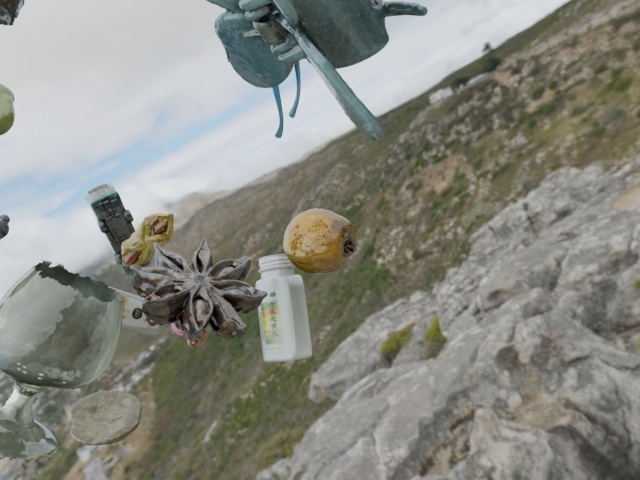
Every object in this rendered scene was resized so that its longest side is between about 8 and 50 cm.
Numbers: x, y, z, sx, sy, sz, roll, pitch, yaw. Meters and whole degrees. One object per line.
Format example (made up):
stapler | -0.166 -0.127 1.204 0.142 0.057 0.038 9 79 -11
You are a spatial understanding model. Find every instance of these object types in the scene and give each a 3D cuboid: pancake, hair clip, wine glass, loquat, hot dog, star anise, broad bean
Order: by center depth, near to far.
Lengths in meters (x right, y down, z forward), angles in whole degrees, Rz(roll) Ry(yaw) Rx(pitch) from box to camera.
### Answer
hair clip | -0.022 -0.377 0.806 0.238 0.318 0.392 -49 45 -5
star anise | -0.226 0.103 0.988 0.223 0.236 0.108 1 -53 -32
wine glass | -0.512 0.215 1.006 0.322 0.238 0.238 -63 11 -5
hot dog | -0.401 0.000 1.259 0.169 0.078 0.061 -50 5 -1
loquat | 0.000 0.000 1.506 0.234 0.176 0.187 9 58 40
broad bean | -0.951 -0.383 1.591 0.125 0.174 0.082 -24 -32 19
pancake | -0.643 0.531 1.635 0.236 0.042 0.223 19 24 39

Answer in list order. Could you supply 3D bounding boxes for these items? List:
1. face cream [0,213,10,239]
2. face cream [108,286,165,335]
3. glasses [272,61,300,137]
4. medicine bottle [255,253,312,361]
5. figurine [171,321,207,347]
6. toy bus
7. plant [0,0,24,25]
face cream | -0.881 0.007 1.361 0.312 0.092 0.092 -24 8 23
face cream | -0.554 0.192 1.501 0.073 0.107 0.269 -12 -28 40
glasses | -0.101 -0.374 1.323 0.189 0.088 0.220 -71 -3 -48
medicine bottle | -0.121 0.208 1.692 0.124 0.323 0.179 2 -13 -38
figurine | -0.429 0.302 1.860 0.114 0.156 0.126 -15 31 19
toy bus | -0.541 -0.027 1.462 0.091 0.261 0.109 -29 47 -23
plant | -1.032 -0.820 1.734 0.178 0.233 0.204 9 -14 -19
